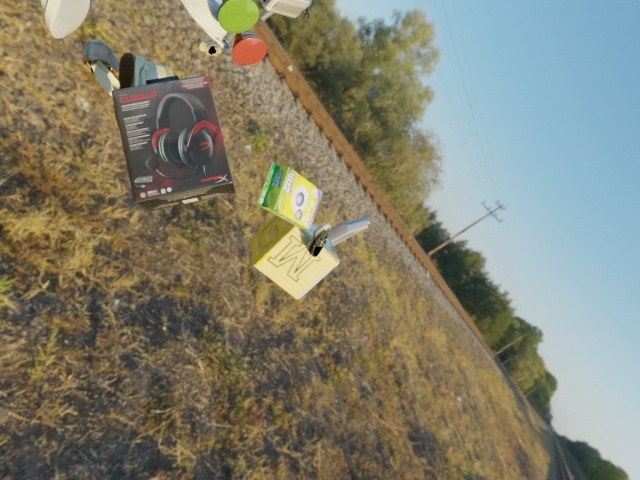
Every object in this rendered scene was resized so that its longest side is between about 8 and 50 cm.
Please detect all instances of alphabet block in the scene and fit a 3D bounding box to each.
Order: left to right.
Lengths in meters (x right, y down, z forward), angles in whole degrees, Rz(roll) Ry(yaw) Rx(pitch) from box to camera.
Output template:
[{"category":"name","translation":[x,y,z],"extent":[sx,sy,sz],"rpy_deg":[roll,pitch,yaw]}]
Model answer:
[{"category":"alphabet block","translation":[-0.087,0.032,1.442],"extent":[0.197,0.193,0.192],"rpy_deg":[41,11,-27]}]

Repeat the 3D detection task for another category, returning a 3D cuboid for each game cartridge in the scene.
[{"category":"game cartridge","translation":[0.048,-0.010,1.915],"extent":[0.198,0.297,0.062],"rpy_deg":[-11,75,-50]}]

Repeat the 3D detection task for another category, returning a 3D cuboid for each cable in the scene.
[{"category":"cable","translation":[-0.386,-0.782,1.468],"extent":[0.257,0.089,0.257],"rpy_deg":[59,14,12]}]

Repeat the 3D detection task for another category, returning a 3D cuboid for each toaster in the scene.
[{"category":"toaster","translation":[-0.127,-0.842,1.488],"extent":[0.147,0.129,0.226],"rpy_deg":[-15,89,-41]}]

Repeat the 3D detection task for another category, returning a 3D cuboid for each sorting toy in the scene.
[{"category":"sorting toy","translation":[-0.266,-0.723,1.412],"extent":[0.365,0.127,0.126],"rpy_deg":[78,-9,-69]}]

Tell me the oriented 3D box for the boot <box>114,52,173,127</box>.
[{"category":"boot","translation":[-0.502,-0.414,1.300],"extent":[0.077,0.213,0.165],"rpy_deg":[17,15,22]}]

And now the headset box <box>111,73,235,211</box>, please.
[{"category":"headset box","translation":[-0.336,-0.236,1.040],"extent":[0.110,0.218,0.293],"rpy_deg":[135,-57,-79]}]

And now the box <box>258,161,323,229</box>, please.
[{"category":"box","translation":[-0.067,-0.100,1.034],"extent":[0.043,0.105,0.179],"rpy_deg":[14,-8,35]}]

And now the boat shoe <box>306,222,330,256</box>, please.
[{"category":"boat shoe","translation":[0.000,0.000,1.276],"extent":[0.040,0.049,0.142],"rpy_deg":[61,-31,18]}]

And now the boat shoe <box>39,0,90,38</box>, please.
[{"category":"boat shoe","translation":[-0.513,-0.510,0.881],"extent":[0.084,0.258,0.095],"rpy_deg":[48,51,-8]}]

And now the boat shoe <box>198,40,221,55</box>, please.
[{"category":"boat shoe","translation":[-0.409,-0.718,1.700],"extent":[0.045,0.050,0.135],"rpy_deg":[32,24,7]}]

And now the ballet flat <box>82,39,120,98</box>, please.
[{"category":"ballet flat","translation":[-0.629,-0.470,1.416],"extent":[0.316,0.108,0.106],"rpy_deg":[55,22,-51]}]
